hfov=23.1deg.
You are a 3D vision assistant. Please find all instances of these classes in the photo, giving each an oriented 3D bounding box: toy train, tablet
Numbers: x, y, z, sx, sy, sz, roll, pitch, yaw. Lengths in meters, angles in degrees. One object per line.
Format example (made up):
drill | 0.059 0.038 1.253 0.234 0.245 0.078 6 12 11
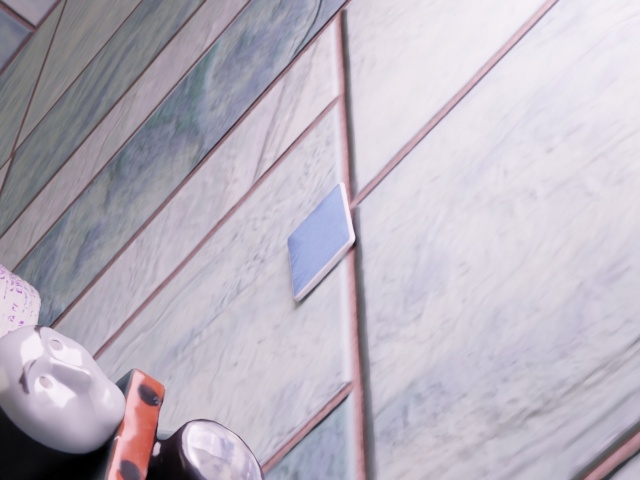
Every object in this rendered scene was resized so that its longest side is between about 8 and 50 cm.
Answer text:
toy train | -0.181 0.178 0.791 0.334 0.190 0.142 -43 22 28
tablet | 0.000 0.000 0.954 0.054 0.006 0.083 -47 21 17

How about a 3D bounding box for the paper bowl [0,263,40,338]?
paper bowl | -0.311 0.147 1.207 0.284 0.148 0.284 -44 22 23
